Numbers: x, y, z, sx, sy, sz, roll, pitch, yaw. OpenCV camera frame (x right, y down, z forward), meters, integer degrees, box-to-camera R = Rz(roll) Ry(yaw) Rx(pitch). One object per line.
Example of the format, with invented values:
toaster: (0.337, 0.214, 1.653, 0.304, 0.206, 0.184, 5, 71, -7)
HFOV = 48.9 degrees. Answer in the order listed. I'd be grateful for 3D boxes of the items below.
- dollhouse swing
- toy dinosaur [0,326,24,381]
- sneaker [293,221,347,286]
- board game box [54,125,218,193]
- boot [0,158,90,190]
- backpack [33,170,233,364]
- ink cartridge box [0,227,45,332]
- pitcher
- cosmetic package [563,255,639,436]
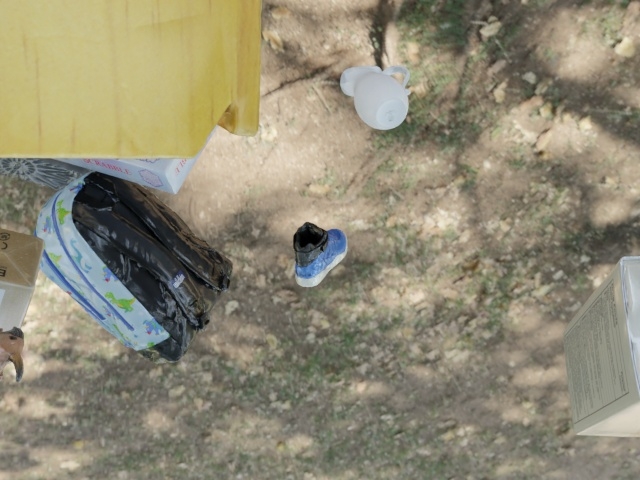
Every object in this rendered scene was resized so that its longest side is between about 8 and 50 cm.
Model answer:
dollhouse swing: (-0.268, -0.220, 0.496, 0.346, 0.304, 0.315, -8, 102, -52)
toy dinosaur: (-0.446, 0.231, 0.761, 0.200, 0.127, 0.296, 10, 88, 10)
sneaker: (0.001, 0.000, 1.137, 0.058, 0.152, 0.085, 11, 125, 25)
board game box: (-0.337, -0.263, 1.329, 0.317, 0.319, 0.066, 16, 151, 18)
boot: (-0.737, -0.373, 1.806, 0.367, 0.445, 0.146, 25, 142, -37)
backpack: (-0.384, 0.031, 1.388, 0.273, 0.290, 0.356, -11, 128, 31)
ink cartridge box: (-0.483, 0.057, 0.863, 0.234, 0.088, 0.193, 15, 133, -24)
pitcher: (0.162, -0.370, 1.752, 0.177, 0.207, 0.126, -21, 130, -4)
cosmetic package: (0.379, 0.136, 0.811, 0.129, 0.153, 0.296, -1, 160, 8)
